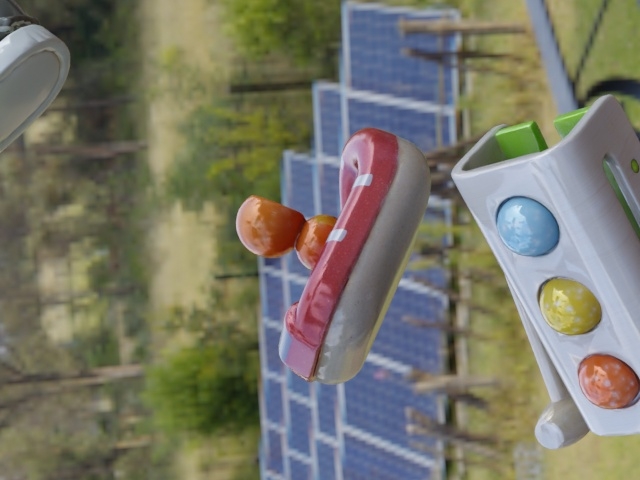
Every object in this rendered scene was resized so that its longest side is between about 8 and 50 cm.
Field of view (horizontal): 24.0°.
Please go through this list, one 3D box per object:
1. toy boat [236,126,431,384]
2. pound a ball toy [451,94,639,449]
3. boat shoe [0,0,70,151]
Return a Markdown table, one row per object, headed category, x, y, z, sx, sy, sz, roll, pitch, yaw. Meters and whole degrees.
| category | x | y | z | sx | sy | sz | roll | pitch | yaw |
| --- | --- | --- | --- | --- | --- | --- | --- | --- | --- |
| toy boat | 0.000 | 0.000 | 1.301 | 0.151 | 0.151 | 0.231 | 104 | -170 | -57 |
| pound a ball toy | 0.213 | 0.057 | 1.311 | 0.208 | 0.136 | 0.319 | -13 | 113 | 43 |
| boat shoe | -0.310 | -0.057 | 1.017 | 0.091 | 0.305 | 0.109 | 43 | 165 | 17 |
